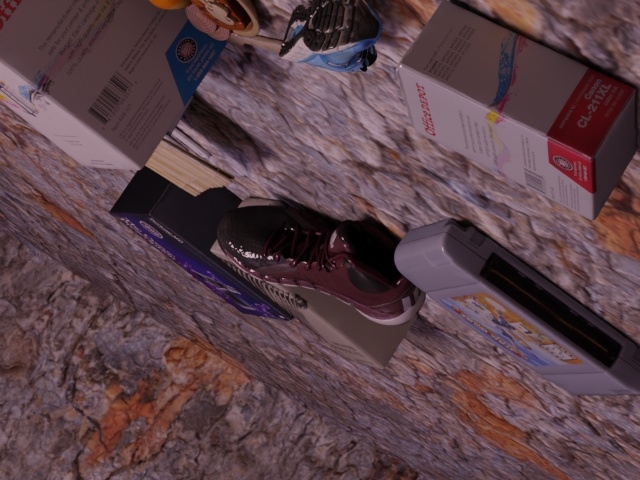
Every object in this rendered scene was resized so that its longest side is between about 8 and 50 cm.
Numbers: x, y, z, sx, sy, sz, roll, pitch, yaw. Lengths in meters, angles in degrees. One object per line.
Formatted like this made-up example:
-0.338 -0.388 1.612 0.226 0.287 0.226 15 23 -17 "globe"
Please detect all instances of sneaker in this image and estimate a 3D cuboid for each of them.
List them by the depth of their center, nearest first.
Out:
0.023 -0.180 1.488 0.073 0.063 0.162 19 176 -19 "sneaker"
0.000 0.000 2.113 0.281 0.106 0.162 20 160 11 "sneaker"

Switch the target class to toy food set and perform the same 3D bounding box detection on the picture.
-0.117 -0.229 1.644 0.132 0.038 0.192 20 162 46 "toy food set"

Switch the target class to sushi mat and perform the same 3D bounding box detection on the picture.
-0.257 -0.139 2.046 0.317 0.019 0.151 30 165 -15 "sushi mat"

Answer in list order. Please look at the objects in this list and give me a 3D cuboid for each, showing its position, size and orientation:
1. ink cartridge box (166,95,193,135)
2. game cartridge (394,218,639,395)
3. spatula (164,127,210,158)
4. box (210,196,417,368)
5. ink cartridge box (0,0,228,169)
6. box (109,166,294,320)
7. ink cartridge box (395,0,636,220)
-0.254 -0.189 2.033 0.181 0.061 0.104 15 159 38 "ink cartridge box"
0.227 0.083 1.948 0.297 0.062 0.198 35 163 -9 "game cartridge"
-0.258 -0.175 2.233 0.242 0.019 0.168 39 165 -23 "spatula"
-0.008 0.058 2.317 0.275 0.094 0.113 40 166 -25 "box"
-0.256 -0.208 1.760 0.233 0.171 0.168 40 165 -25 "ink cartridge box"
-0.148 -0.001 2.431 0.261 0.103 0.184 38 164 -20 "box"
0.158 -0.104 1.368 0.175 0.072 0.127 29 167 19 "ink cartridge box"
